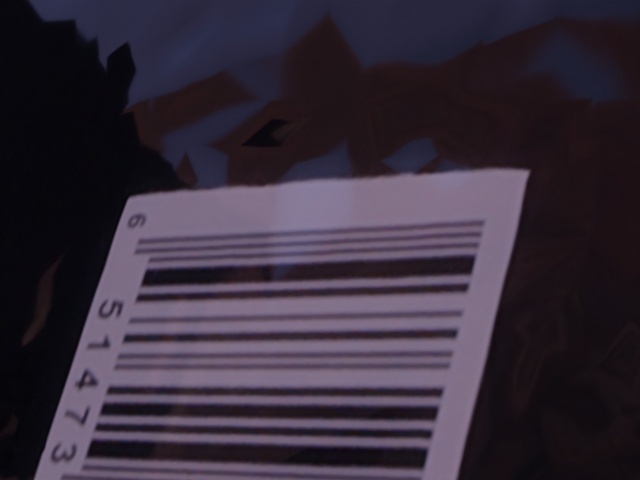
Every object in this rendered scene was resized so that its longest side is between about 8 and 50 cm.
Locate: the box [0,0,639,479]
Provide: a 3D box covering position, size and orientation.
[{"bbox_3d":[0.107,0.156,0.594,0.297,0.480,0.472,-3,-29,36],"label":"box"}]
